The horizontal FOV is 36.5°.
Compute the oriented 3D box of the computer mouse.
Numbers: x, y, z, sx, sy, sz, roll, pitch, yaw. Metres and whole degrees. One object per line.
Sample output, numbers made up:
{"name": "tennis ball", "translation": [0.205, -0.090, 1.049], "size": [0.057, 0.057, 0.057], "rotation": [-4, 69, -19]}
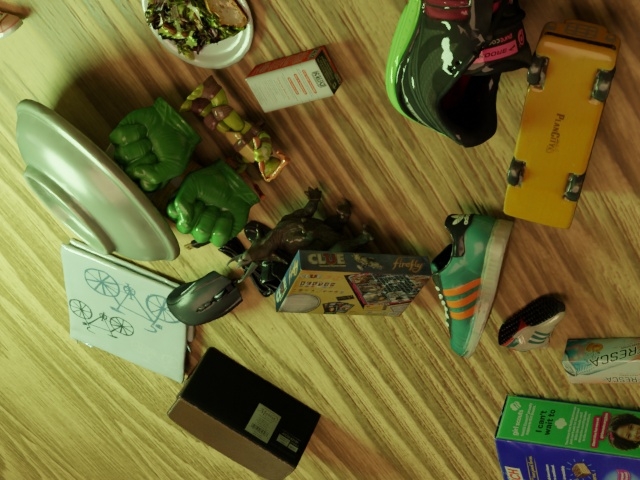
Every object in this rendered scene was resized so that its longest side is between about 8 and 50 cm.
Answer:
{"name": "computer mouse", "translation": [-0.238, 0.088, 1.960], "size": [0.262, 0.060, 0.184], "rotation": [-21, 118, 28]}

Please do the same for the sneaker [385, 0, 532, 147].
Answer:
{"name": "sneaker", "translation": [0.202, -0.316, 1.241], "size": [0.202, 0.185, 0.482], "rotation": [48, 158, 32]}

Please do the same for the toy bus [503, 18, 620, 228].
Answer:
{"name": "toy bus", "translation": [0.343, -0.165, 1.383], "size": [0.108, 0.130, 0.332], "rotation": [16, 136, 15]}

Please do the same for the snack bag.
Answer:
{"name": "snack bag", "translation": [-0.430, 0.170, 2.189], "size": [0.323, 0.037, 0.342], "rotation": [20, 137, 10]}

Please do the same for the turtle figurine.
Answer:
{"name": "turtle figurine", "translation": [-0.131, -0.179, 1.641], "size": [0.217, 0.087, 0.269], "rotation": [45, 168, -9]}

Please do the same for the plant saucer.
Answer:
{"name": "plant saucer", "translation": [-0.434, -0.080, 1.779], "size": [0.400, 0.100, 0.400], "rotation": [39, 163, 14]}

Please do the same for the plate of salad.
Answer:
{"name": "plate of salad", "translation": [-0.202, -0.356, 1.551], "size": [0.200, 0.048, 0.199], "rotation": [15, 137, 15]}

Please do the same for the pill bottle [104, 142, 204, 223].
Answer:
{"name": "pill bottle", "translation": [-0.292, -0.117, 1.777], "size": [0.208, 0.117, 0.117], "rotation": [34, 138, -6]}

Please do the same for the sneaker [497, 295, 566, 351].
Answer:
{"name": "sneaker", "translation": [0.393, 0.155, 1.731], "size": [0.075, 0.057, 0.161], "rotation": [25, 139, -21]}

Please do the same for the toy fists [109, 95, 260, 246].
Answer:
{"name": "toy fists", "translation": [-0.239, -0.110, 1.671], "size": [0.279, 0.142, 0.096], "rotation": [46, 176, -12]}

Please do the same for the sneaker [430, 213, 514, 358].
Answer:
{"name": "sneaker", "translation": [0.249, 0.074, 1.690], "size": [0.121, 0.108, 0.302], "rotation": [17, 128, 14]}

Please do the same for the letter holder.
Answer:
{"name": "letter holder", "translation": [-0.193, 0.421, 2.222], "size": [0.302, 0.152, 0.214], "rotation": [33, 139, -4]}

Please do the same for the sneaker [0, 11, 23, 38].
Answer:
{"name": "sneaker", "translation": [-0.594, -0.395, 1.719], "size": [0.134, 0.051, 0.070], "rotation": [2, 137, 32]}

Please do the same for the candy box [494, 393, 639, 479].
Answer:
{"name": "candy box", "translation": [0.519, 0.444, 1.883], "size": [0.317, 0.122, 0.268], "rotation": [2, 132, 25]}

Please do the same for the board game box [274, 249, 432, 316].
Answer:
{"name": "board game box", "translation": [0.056, 0.080, 1.739], "size": [0.243, 0.042, 0.165], "rotation": [4, 148, -18]}

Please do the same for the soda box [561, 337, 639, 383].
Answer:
{"name": "soda box", "translation": [0.524, 0.211, 1.703], "size": [0.183, 0.058, 0.063], "rotation": [-6, 128, 31]}

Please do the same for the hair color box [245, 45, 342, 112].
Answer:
{"name": "hair color box", "translation": [-0.043, -0.258, 1.564], "size": [0.141, 0.043, 0.072], "rotation": [-7, 127, 35]}

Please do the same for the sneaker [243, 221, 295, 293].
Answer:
{"name": "sneaker", "translation": [-0.092, 0.047, 1.850], "size": [0.170, 0.089, 0.051], "rotation": [43, 136, -16]}

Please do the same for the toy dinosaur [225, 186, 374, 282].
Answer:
{"name": "toy dinosaur", "translation": [0.000, 0.000, 1.755], "size": [0.314, 0.121, 0.160], "rotation": [7, 147, -24]}
